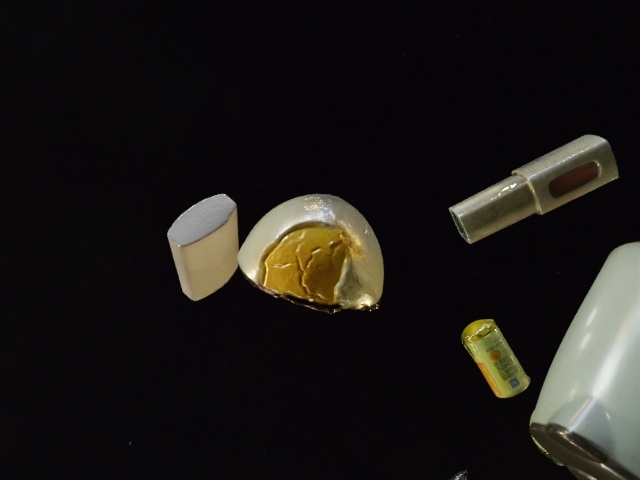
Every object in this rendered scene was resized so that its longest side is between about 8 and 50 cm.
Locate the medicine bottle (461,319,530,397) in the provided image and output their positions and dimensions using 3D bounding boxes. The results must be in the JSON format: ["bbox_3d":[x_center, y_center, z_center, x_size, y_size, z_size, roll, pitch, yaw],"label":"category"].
[{"bbox_3d":[0.542,0.363,1.443,0.124,0.124,0.239,-31,-94,-3],"label":"medicine bottle"}]

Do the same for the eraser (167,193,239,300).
[{"bbox_3d":[-0.283,0.024,1.157,0.094,0.270,0.174,38,-121,18],"label":"eraser"}]

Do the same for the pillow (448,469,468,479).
[{"bbox_3d":[0.395,0.766,1.391,0.150,0.048,0.090,-26,-80,-17],"label":"pillow"}]

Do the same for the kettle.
[{"bbox_3d":[0.343,0.158,0.476,0.221,0.161,0.236,46,-107,-30],"label":"kettle"}]

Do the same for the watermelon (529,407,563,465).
[{"bbox_3d":[0.723,0.606,1.440,0.063,0.245,0.119,41,-70,-7],"label":"watermelon"}]

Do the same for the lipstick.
[{"bbox_3d":[0.345,-0.082,0.763,0.252,0.077,0.079,-26,-72,7],"label":"lipstick"}]

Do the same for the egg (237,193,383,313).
[{"bbox_3d":[0.000,0.000,0.986,0.336,0.337,0.201,14,-71,-9],"label":"egg"}]
